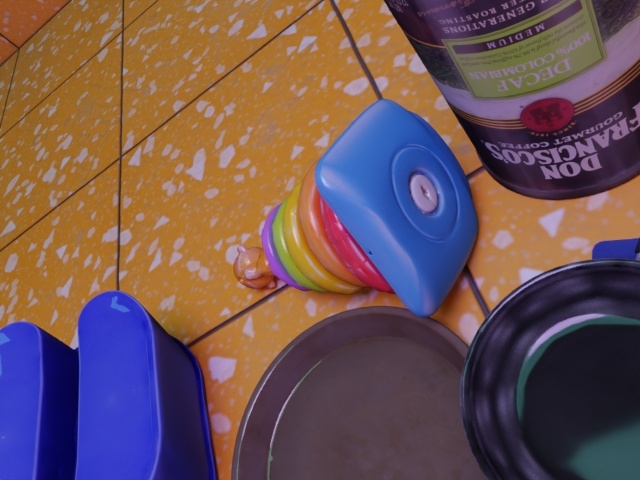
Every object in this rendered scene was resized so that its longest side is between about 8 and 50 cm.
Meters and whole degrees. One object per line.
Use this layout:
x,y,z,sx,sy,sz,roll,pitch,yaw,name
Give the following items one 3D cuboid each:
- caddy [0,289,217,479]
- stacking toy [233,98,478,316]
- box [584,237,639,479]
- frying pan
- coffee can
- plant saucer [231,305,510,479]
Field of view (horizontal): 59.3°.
-0.248,0.226,0.617,0.241,0.179,0.341,-19,49,-1,caddy
0.000,0.000,0.606,0.302,0.175,0.166,-25,19,46,stacking toy
0.265,0.088,0.405,0.136,0.036,0.225,-7,58,35,box
0.205,0.049,0.414,0.197,0.053,0.326,-9,56,35,frying pan
0.183,-0.190,0.477,0.201,0.275,0.201,-20,52,27,coffee can
0.036,0.194,0.509,0.278,0.041,0.278,-20,52,27,plant saucer
